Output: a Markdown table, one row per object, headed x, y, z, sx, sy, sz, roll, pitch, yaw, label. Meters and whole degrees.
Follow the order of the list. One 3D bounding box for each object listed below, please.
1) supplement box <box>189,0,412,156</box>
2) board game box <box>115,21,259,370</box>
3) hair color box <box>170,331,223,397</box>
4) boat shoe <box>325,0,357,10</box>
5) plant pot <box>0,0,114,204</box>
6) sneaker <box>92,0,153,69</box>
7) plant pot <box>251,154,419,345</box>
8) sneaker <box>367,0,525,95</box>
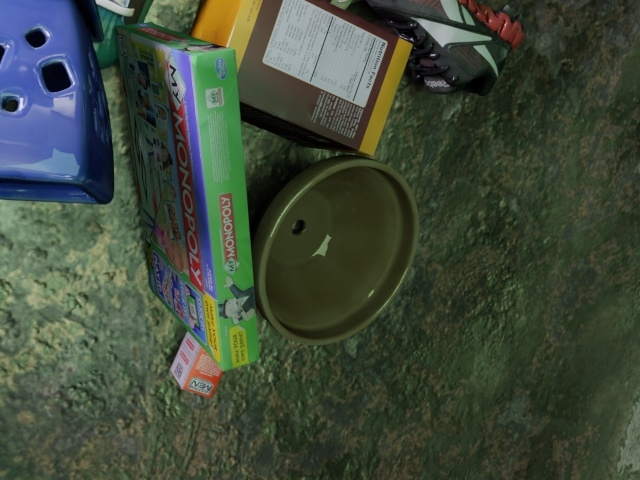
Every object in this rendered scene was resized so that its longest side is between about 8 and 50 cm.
| x | y | z | sx | sy | sz | roll | pitch | yaw | label |
| --- | --- | --- | --- | --- | --- | --- | --- | --- | --- |
| -0.039 | -0.192 | 0.842 | 0.194 | 0.191 | 0.129 | 19 | 92 | -25 | supplement box |
| -0.139 | -0.051 | 0.779 | 0.046 | 0.213 | 0.318 | -15 | 117 | -27 | board game box |
| -0.133 | 0.113 | 0.926 | 0.043 | 0.072 | 0.141 | 25 | 90 | -25 | hair color box |
| 0.022 | -0.300 | 0.930 | 0.137 | 0.049 | 0.043 | -32 | 113 | -20 | boat shoe |
| -0.307 | -0.150 | 0.669 | 0.235 | 0.236 | 0.212 | 3 | 88 | -11 | plant pot |
| -0.198 | -0.325 | 0.785 | 0.108 | 0.121 | 0.302 | 19 | 93 | -27 | sneaker |
| 0.000 | 0.000 | 0.926 | 0.237 | 0.109 | 0.238 | -17 | 121 | -30 | plant pot |
| 0.146 | -0.261 | 0.945 | 0.276 | 0.097 | 0.135 | 14 | 99 | -39 | sneaker |
